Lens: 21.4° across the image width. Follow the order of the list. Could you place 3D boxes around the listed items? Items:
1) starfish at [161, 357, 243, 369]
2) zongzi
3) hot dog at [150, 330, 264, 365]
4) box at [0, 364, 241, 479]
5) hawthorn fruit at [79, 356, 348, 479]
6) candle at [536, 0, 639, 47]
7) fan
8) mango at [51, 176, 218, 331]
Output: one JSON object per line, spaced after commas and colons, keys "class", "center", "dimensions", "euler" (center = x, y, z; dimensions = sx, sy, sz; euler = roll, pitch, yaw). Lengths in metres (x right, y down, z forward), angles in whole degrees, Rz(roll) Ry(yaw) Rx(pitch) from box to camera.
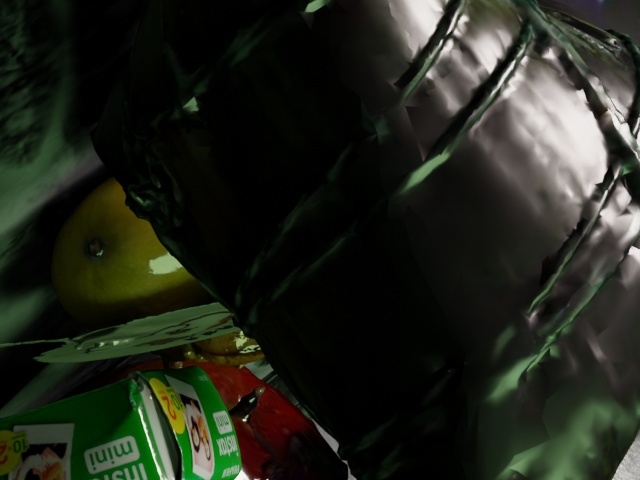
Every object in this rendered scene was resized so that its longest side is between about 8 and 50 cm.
{"class": "starfish", "center": [-0.126, 0.076, 1.409], "dimensions": [0.130, 0.041, 0.133], "euler": [-5, -143, 9]}
{"class": "zongzi", "center": [0.099, -0.042, 0.846], "dimensions": [0.362, 0.383, 0.319], "euler": [-37, 176, -25]}
{"class": "hot dog", "center": [0.000, 0.000, 1.373], "dimensions": [0.349, 0.117, 0.158], "euler": [-24, -169, -34]}
{"class": "box", "center": [-0.198, 0.176, 1.284], "dimensions": [0.250, 0.103, 0.180], "euler": [-19, 174, 13]}
{"class": "hawthorn fruit", "center": [-0.119, 0.252, 1.535], "dimensions": [0.316, 0.316, 0.316], "euler": [-38, 170, -8]}
{"class": "candle", "center": [0.080, -0.055, 1.125], "dimensions": [0.221, 0.221, 0.342], "euler": [-33, 170, -32]}
{"class": "fan", "center": [-0.136, 0.062, 1.046], "dimensions": [0.191, 0.009, 0.329], "euler": [-19, 170, 37]}
{"class": "mango", "center": [-0.108, 0.012, 1.105], "dimensions": [0.137, 0.091, 0.237], "euler": [-24, 167, -12]}
